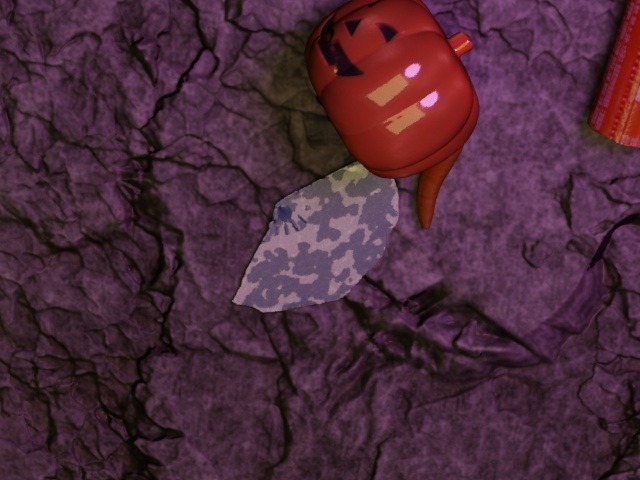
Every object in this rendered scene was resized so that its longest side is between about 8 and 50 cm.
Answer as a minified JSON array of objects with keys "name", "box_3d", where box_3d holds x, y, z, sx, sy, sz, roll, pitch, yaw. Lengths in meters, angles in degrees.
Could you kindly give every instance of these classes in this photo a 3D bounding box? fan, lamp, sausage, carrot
[{"name":"fan","box_3d":[0.000,0.000,2.067,0.131,0.009,0.240,40,108,-15]},{"name":"lamp","box_3d":[0.079,-0.161,1.906,0.164,0.188,0.188,-29,109,9]},{"name":"sausage","box_3d":[0.342,-0.231,1.931,0.074,0.074,0.274,12,113,-4]},{"name":"carrot","box_3d":[0.124,-0.075,2.023,0.035,0.035,0.142,15,119,-5]}]
